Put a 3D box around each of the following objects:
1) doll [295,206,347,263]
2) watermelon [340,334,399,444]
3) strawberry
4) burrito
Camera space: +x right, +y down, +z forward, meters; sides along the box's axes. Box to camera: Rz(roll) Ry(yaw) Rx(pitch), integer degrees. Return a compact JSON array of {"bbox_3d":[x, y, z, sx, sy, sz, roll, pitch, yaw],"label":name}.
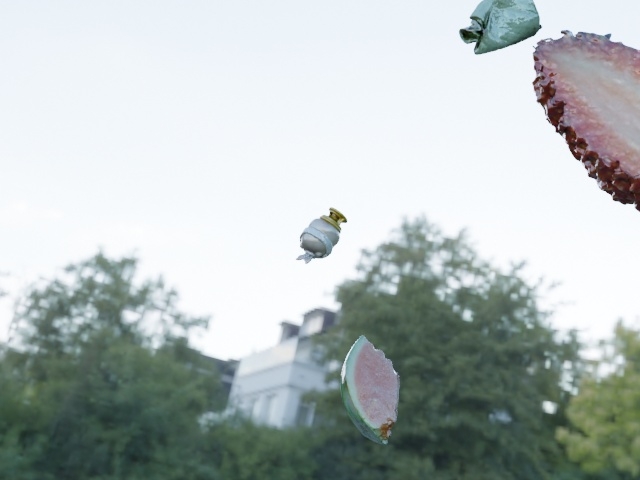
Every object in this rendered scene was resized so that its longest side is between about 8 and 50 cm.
[{"bbox_3d":[0.000,0.000,1.904,0.073,0.127,0.084,34,-13,20],"label":"doll"},{"bbox_3d":[0.087,0.347,2.156,0.128,0.231,0.146,17,-33,-14],"label":"watermelon"},{"bbox_3d":[0.430,-0.168,1.367,0.306,0.233,0.138,50,-21,24],"label":"strawberry"},{"bbox_3d":[0.224,-0.279,1.225,0.118,0.074,0.044,-27,6,-21],"label":"burrito"}]
